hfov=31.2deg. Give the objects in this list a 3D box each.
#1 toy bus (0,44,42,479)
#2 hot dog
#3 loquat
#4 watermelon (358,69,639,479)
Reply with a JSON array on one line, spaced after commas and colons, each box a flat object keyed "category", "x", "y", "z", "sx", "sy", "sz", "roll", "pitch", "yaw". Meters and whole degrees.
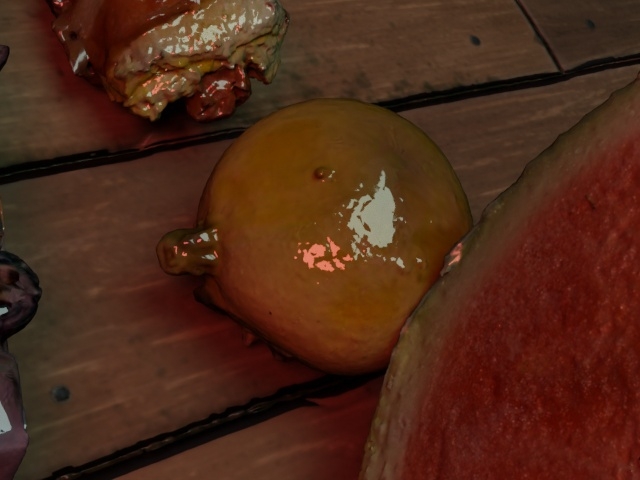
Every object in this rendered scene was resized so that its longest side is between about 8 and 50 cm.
[{"category": "toy bus", "x": -0.229, "y": -0.022, "z": 0.590, "sx": 0.138, "sy": 0.112, "sz": 0.317, "roll": 0, "pitch": 59, "yaw": -28}, {"category": "hot dog", "x": -0.114, "y": -0.164, "z": 0.771, "sx": 0.146, "sy": 0.103, "sz": 0.213, "roll": -21, "pitch": 62, "yaw": -18}, {"category": "loquat", "x": 0.000, "y": 0.000, "z": 0.694, "sx": 0.205, "sy": 0.149, "sz": 0.172, "roll": -10, "pitch": 71, "yaw": -24}, {"category": "watermelon", "x": 0.146, "y": 0.082, "z": 0.580, "sx": 0.232, "sy": 0.310, "sz": 0.193, "roll": 34, "pitch": -5, "yaw": 34}]
